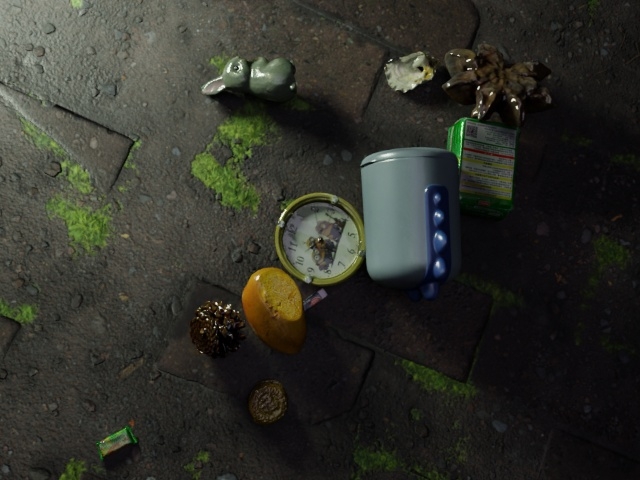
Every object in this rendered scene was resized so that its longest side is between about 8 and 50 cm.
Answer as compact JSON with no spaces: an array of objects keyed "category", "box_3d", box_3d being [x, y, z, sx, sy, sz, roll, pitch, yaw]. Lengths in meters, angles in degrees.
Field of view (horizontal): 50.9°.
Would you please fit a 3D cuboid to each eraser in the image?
[{"category":"eraser","box_3d":[-0.028,0.155,1.662,0.099,0.019,0.027,-35,90,-13]}]

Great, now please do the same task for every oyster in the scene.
[{"category":"oyster","box_3d":[0.236,-0.448,1.763,0.121,0.045,0.146,32,87,-8]}]

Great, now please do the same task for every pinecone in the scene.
[{"category":"pinecone","box_3d":[-0.236,0.208,1.571,0.120,0.140,0.140,3,82,-42]}]

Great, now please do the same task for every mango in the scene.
[{"category":"mango","box_3d":[-0.106,0.172,1.608,0.141,0.102,0.217,-28,90,-31]}]

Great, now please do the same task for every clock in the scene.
[{"category":"clock","box_3d":[0.000,0.000,1.667,0.237,0.057,0.237,2,81,-10]}]

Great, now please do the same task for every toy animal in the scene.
[{"category":"toy animal","box_3d":[-0.170,-0.399,1.650,0.236,0.138,0.108,1,117,-13]}]

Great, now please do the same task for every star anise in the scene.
[{"category":"star anise","box_3d":[0.461,-0.407,1.728,0.315,0.108,0.315,0,57,-1]}]

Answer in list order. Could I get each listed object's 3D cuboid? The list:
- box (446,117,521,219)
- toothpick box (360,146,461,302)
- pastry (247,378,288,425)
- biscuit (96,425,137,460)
[{"category":"box","box_3d":[0.417,-0.186,1.737,0.180,0.103,0.250,10,80,-10]},{"category":"toothpick box","box_3d":[0.225,-0.030,1.605,0.263,0.263,0.355,-1,85,-10]},{"category":"pastry","box_3d":[-0.125,0.385,1.599,0.097,0.057,0.109,30,81,-7]},{"category":"biscuit","box_3d":[-0.473,0.466,1.551,0.089,0.016,0.046,-25,89,-12]}]
